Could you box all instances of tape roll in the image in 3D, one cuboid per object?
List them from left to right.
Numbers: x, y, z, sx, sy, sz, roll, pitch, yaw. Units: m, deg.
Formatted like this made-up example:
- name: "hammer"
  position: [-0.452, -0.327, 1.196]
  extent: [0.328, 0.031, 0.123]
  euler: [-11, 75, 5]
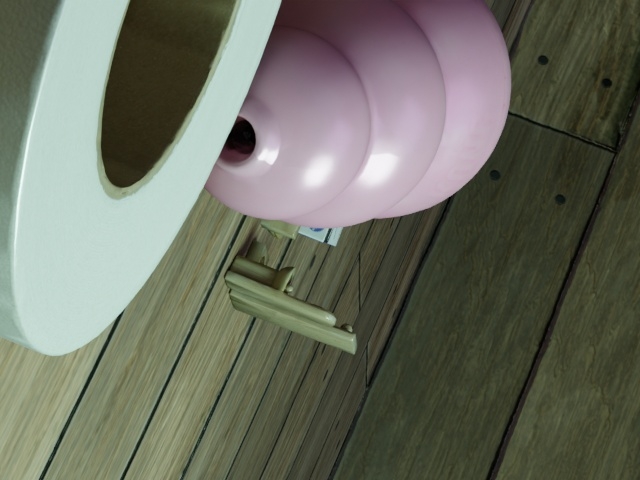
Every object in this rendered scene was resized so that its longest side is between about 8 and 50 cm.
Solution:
- name: "tape roll"
  position: [-0.098, -0.130, 0.941]
  extent: [0.392, 0.072, 0.392]
  euler: [20, 90, -81]

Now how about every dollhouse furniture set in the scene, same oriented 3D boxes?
- name: "dollhouse furniture set"
  position: [0.000, 0.000, 1.647]
  extent: [0.144, 0.123, 0.151]
  euler: [80, 32, -73]

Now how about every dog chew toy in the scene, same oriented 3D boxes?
- name: "dog chew toy"
  position: [0.010, -0.101, 1.280]
  extent: [0.332, 0.207, 0.206]
  euler: [-30, 141, -64]

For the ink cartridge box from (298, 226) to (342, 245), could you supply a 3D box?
- name: "ink cartridge box"
  position: [0.028, -0.099, 1.834]
  extent: [0.097, 0.046, 0.207]
  euler: [16, 94, -82]
